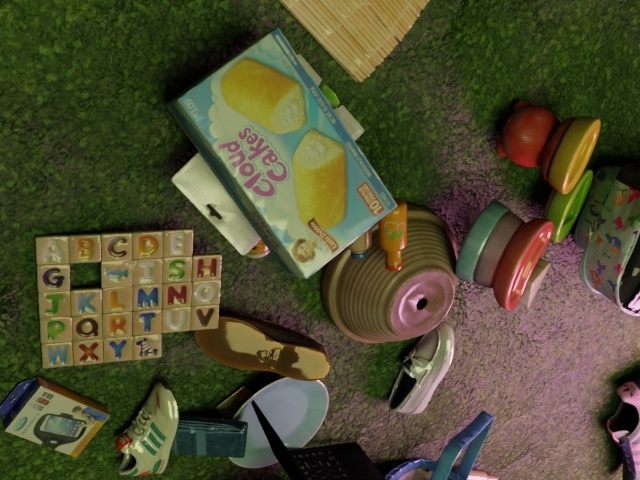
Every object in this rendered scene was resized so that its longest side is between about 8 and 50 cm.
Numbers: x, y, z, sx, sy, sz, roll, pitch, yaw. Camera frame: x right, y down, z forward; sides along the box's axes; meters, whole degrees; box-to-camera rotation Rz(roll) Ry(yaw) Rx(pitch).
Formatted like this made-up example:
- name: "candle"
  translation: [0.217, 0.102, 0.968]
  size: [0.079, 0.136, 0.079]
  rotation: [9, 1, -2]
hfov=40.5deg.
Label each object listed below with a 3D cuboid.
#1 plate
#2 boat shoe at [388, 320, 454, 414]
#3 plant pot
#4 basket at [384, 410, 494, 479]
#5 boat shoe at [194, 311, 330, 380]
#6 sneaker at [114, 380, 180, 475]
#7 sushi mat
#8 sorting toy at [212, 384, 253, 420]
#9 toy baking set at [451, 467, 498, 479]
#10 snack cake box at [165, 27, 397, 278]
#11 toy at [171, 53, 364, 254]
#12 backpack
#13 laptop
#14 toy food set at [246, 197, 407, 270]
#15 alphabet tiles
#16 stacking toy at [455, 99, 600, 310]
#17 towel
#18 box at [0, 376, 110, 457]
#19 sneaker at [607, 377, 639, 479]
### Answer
- name: "plate"
  translation: [-0.072, 0.284, 1.380]
  size: [0.188, 0.024, 0.188]
  rotation: [-20, 131, -25]
- name: "boat shoe"
  translation: [0.166, 0.216, 1.471]
  size: [0.063, 0.066, 0.184]
  rotation: [5, 124, -33]
- name: "plant pot"
  translation: [0.128, 0.071, 1.330]
  size: [0.237, 0.110, 0.237]
  rotation: [-15, 124, -23]
- name: "basket"
  translation: [0.210, 0.448, 1.507]
  size: [0.254, 0.201, 0.289]
  rotation: [-2, 120, -64]
- name: "boat shoe"
  translation: [-0.087, 0.152, 1.272]
  size: [0.206, 0.073, 0.073]
  rotation: [22, 102, -16]
- name: "sneaker"
  translation: [-0.254, 0.278, 1.258]
  size: [0.075, 0.057, 0.161]
  rotation: [-4, 121, -35]
- name: "sushi mat"
  translation: [0.007, -0.345, 1.077]
  size: [0.151, 0.019, 0.316]
  rotation: [-50, 130, 2]
- name: "sorting toy"
  translation: [-0.137, 0.268, 1.349]
  size: [0.083, 0.012, 0.062]
  rotation: [-37, 129, -7]
- name: "toy baking set"
  translation: [0.268, 0.533, 1.733]
  size: [0.256, 0.030, 0.197]
  rotation: [11, 113, -34]
- name: "snack cake box"
  translation: [-0.047, -0.103, 1.064]
  size: [0.152, 0.089, 0.264]
  rotation: [-39, 105, -14]
- name: "toy"
  translation: [-0.070, -0.113, 1.134]
  size: [0.237, 0.056, 0.137]
  rotation: [-46, 108, -10]
- name: "backpack"
  translation: [0.555, -0.005, 1.482]
  size: [0.225, 0.191, 0.254]
  rotation: [-1, 110, -31]
- name: "laptop"
  translation: [0.034, 0.356, 1.325]
  size: [0.264, 0.234, 0.137]
  rotation: [3, 120, -37]
- name: "toy food set"
  translation: [0.000, 0.000, 1.209]
  size: [0.232, 0.111, 0.105]
  rotation: [-13, 120, -16]
- name: "alphabet tiles"
  translation: [-0.250, 0.076, 1.152]
  size: [0.237, 0.009, 0.198]
  rotation: [-3, 118, -18]
- name: "stacking toy"
  translation: [0.315, -0.048, 1.376]
  size: [0.309, 0.130, 0.279]
  rotation: [-61, 157, -5]
- name: "towel"
  translation: [-0.170, 0.298, 1.305]
  size: [0.119, 0.029, 0.067]
  rotation: [4, 119, -1]
- name: "box"
  translation: [-0.367, 0.241, 1.190]
  size: [0.081, 0.028, 0.136]
  rotation: [-51, 131, 5]
- name: "sneaker"
  translation: [0.668, 0.423, 1.867]
  size: [0.131, 0.112, 0.319]
  rotation: [-4, 117, -9]
